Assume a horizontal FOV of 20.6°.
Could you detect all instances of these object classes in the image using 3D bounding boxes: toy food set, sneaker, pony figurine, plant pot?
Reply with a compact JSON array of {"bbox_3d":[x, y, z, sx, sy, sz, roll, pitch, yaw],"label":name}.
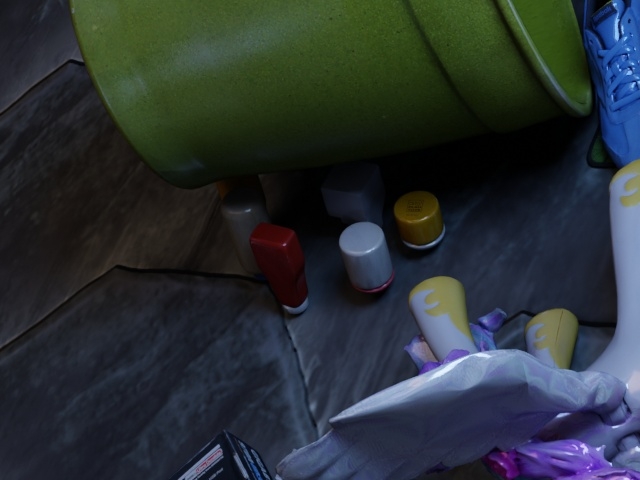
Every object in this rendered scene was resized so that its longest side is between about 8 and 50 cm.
[{"bbox_3d":[0.000,0.000,1.569,0.232,0.104,0.111,12,52,26],"label":"toy food set"},{"bbox_3d":[0.246,-0.140,1.446,0.069,0.082,0.209,-22,48,25],"label":"sneaker"},{"bbox_3d":[0.169,0.126,1.204,0.351,0.303,0.363,-30,28,7],"label":"pony figurine"},{"bbox_3d":[-0.005,-0.209,1.475,0.353,0.366,0.366,-22,47,18],"label":"plant pot"}]

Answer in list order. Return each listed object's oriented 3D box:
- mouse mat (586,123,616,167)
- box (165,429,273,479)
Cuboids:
[{"bbox_3d":[0.317,-0.120,1.436,0.190,0.007,0.152,6,63,42],"label":"mouse mat"},{"bbox_3d":[-0.117,0.288,1.451,0.220,0.051,0.175,-41,41,7],"label":"box"}]
